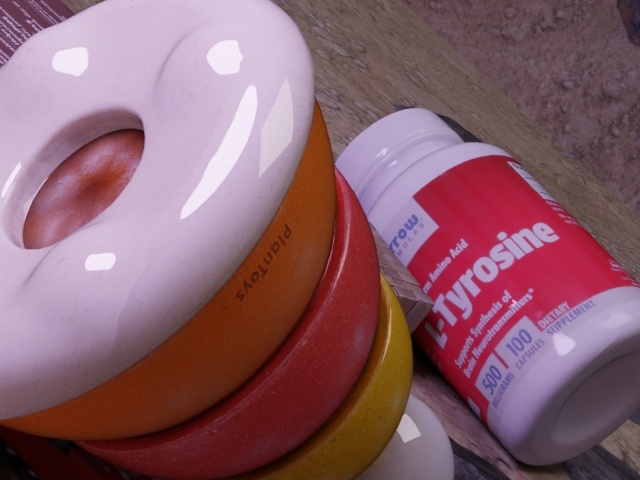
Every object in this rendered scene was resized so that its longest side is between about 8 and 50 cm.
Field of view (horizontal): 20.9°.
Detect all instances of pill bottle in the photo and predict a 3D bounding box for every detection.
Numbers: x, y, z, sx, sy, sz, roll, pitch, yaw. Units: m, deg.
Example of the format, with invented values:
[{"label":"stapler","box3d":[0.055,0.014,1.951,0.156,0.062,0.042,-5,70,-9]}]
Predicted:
[{"label":"pill bottle","box3d":[0.189,0.039,1.961,0.229,0.229,0.408,14,29,-53]}]

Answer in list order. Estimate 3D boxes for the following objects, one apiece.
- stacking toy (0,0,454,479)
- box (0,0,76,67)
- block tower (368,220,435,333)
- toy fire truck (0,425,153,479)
[{"label":"stacking toy","box3d":[-0.053,0.084,1.253,0.480,0.350,0.350,49,8,-37]},{"label":"box","box3d":[-0.320,-0.103,1.388,0.143,0.191,0.381,43,19,16]},{"label":"block tower","box3d":[0.000,0.000,1.915,0.091,0.097,0.335,19,27,-44]},{"label":"toy fire truck","box3d":[-0.175,0.147,1.285,0.192,0.047,0.135,43,19,16]}]
